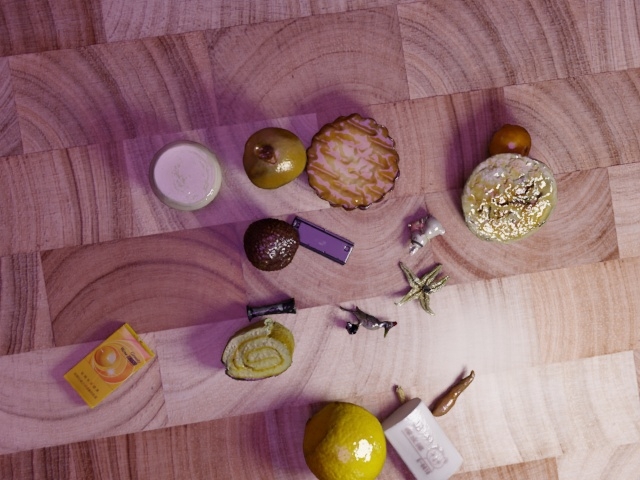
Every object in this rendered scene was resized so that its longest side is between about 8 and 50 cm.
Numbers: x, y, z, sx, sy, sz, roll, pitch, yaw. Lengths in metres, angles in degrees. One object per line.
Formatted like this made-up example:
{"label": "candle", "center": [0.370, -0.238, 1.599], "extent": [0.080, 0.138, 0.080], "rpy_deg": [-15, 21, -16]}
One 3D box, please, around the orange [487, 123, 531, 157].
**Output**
{"label": "orange", "center": [0.639, -0.318, 1.846], "extent": [0.134, 0.155, 0.154], "rpy_deg": [21, 90, 39]}

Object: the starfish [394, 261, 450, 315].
{"label": "starfish", "center": [0.346, 0.160, 1.883], "extent": [0.224, 0.050, 0.216], "rpy_deg": [-31, 86, -13]}

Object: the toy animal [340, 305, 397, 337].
{"label": "toy animal", "center": [0.165, 0.282, 1.869], "extent": [0.203, 0.070, 0.105], "rpy_deg": [5, 72, 1]}

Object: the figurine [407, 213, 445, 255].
{"label": "figurine", "center": [0.346, -0.022, 1.879], "extent": [0.146, 0.081, 0.098], "rpy_deg": [-36, 49, 3]}

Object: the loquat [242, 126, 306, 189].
{"label": "loquat", "center": [-0.152, -0.273, 1.782], "extent": [0.213, 0.213, 0.213], "rpy_deg": [0, 91, -3]}

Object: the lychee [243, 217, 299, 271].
{"label": "lychee", "center": [-0.164, 0.013, 1.795], "extent": [0.195, 0.194, 0.194], "rpy_deg": [0, 91, -3]}

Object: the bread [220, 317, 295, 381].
{"label": "bread", "center": [-0.216, 0.368, 1.817], "extent": [0.257, 0.124, 0.185], "rpy_deg": [-20, 100, 6]}

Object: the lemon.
{"label": "lemon", "center": [0.079, 0.668, 1.771], "extent": [0.293, 0.293, 0.292], "rpy_deg": [0, 91, -3]}

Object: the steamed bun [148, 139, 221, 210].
{"label": "steamed bun", "center": [-0.446, -0.213, 1.791], "extent": [0.232, 0.145, 0.231], "rpy_deg": [-2, 96, -16]}

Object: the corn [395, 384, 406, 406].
{"label": "corn", "center": [0.282, 0.546, 1.897], "extent": [0.028, 0.027, 0.083], "rpy_deg": [-16, 94, 2]}

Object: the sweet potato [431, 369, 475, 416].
{"label": "sweet potato", "center": [0.468, 0.537, 1.893], "extent": [0.050, 0.050, 0.214], "rpy_deg": [43, 90, -3]}

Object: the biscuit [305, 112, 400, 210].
{"label": "biscuit", "center": [0.108, -0.260, 1.838], "extent": [0.326, 0.107, 0.325], "rpy_deg": [0, 89, 0]}

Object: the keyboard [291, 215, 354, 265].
{"label": "keyboard", "center": [0.000, 0.000, 1.876], "extent": [0.230, 0.025, 0.093], "rpy_deg": [26, 91, -3]}

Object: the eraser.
{"label": "eraser", "center": [0.346, 0.696, 1.857], "extent": [0.174, 0.095, 0.270], "rpy_deg": [-36, 96, -9]}

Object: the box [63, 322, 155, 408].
{"label": "box", "center": [-0.717, 0.425, 1.840], "extent": [0.269, 0.043, 0.152], "rpy_deg": [-41, 93, -1]}

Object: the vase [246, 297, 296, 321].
{"label": "vase", "center": [-0.167, 0.237, 1.855], "extent": [0.167, 0.059, 0.059], "rpy_deg": [-9, 91, -2]}

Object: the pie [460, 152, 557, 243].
{"label": "pie", "center": [0.628, -0.132, 1.819], "extent": [0.339, 0.077, 0.339], "rpy_deg": [3, 117, 5]}
